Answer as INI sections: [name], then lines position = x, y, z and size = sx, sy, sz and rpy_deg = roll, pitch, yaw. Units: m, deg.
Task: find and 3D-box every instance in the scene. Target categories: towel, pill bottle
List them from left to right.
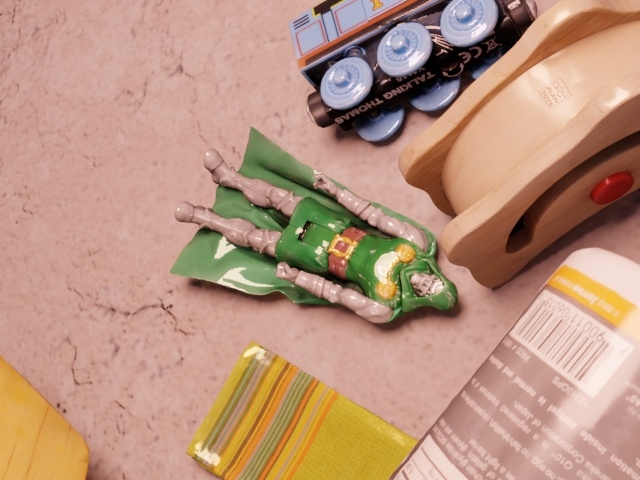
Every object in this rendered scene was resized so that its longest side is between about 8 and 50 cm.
[towel]
position = 0.013, 0.165, 0.672
size = 0.237, 0.021, 0.102
rpy_deg = 26, 89, 32
[pill bottle]
position = 0.122, 0.154, 0.526
size = 0.162, 0.162, 0.278
rpy_deg = 39, 92, 32

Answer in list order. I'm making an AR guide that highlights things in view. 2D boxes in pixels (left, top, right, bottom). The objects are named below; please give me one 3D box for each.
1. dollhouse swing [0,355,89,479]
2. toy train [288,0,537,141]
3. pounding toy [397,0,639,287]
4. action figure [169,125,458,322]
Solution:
[dollhouse swing]
position = -0.250, 0.329, 0.678
size = 0.347, 0.305, 0.315
rpy_deg = -49, 15, 8
[toy train]
position = 0.066, -0.150, 0.709
size = 0.184, 0.080, 0.105
rpy_deg = -25, 58, 20
[pounding toy]
position = 0.162, -0.104, 0.611
size = 0.269, 0.154, 0.154
rpy_deg = -44, 58, 32
[action figure]
position = 0.000, 0.000, 0.710
size = 0.232, 0.063, 0.137
rpy_deg = 22, 83, 28
